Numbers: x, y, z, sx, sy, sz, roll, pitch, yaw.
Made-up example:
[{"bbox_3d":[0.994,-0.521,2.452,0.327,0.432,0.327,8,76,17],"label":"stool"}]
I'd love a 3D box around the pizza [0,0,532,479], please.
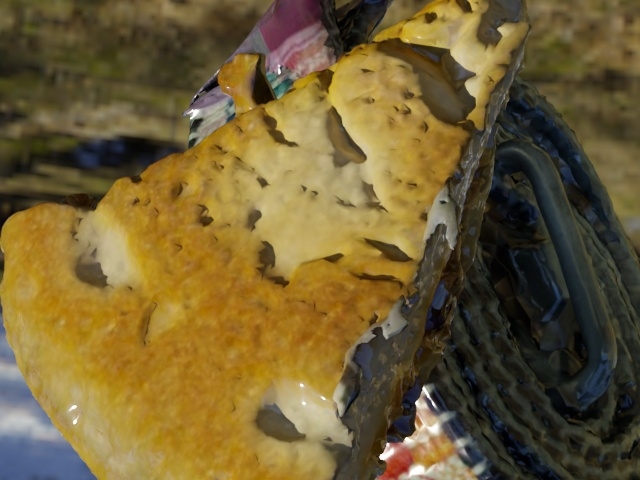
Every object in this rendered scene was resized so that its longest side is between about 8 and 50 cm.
[{"bbox_3d":[0.001,0.001,0.594,0.154,0.194,0.069,38,170,36],"label":"pizza"}]

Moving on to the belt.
[{"bbox_3d":[0.061,0.028,0.897,0.207,0.295,0.160,14,142,-43],"label":"belt"}]
